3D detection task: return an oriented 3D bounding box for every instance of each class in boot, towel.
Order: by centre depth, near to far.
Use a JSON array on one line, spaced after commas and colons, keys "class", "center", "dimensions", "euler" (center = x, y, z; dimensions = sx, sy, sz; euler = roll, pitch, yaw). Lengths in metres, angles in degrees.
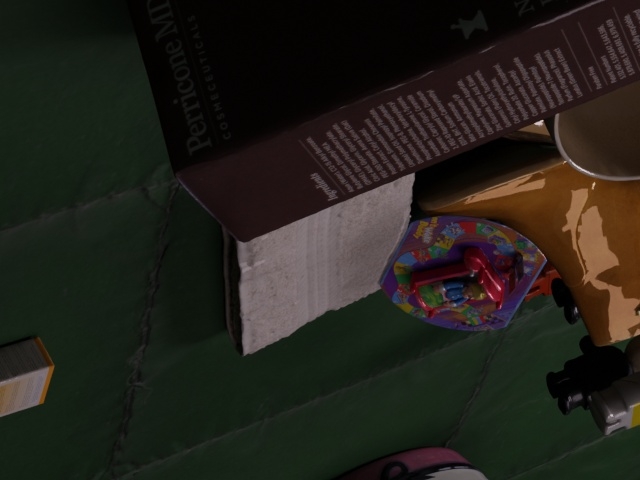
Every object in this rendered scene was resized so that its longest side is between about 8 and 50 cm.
[{"class": "towel", "center": [0.000, 0.000, 1.832], "dimensions": [0.187, 0.049, 0.282], "euler": [-25, 153, -14]}, {"class": "boot", "center": [0.242, 0.006, 1.918], "dimensions": [0.295, 0.211, 0.104], "euler": [-19, -165, -23]}]

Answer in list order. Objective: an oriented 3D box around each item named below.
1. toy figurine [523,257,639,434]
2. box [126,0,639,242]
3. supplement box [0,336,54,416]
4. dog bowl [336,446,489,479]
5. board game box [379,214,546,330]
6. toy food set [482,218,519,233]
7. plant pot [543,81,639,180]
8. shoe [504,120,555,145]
[{"class": "toy figurine", "center": [0.317, 0.088, 2.119], "dimensions": [0.148, 0.213, 0.209], "euler": [-21, -171, -10]}, {"class": "box", "center": [0.069, -0.168, 1.368], "dimensions": [0.381, 0.191, 0.143], "euler": [-23, 154, 11]}, {"class": "supplement box", "center": [-0.288, 0.126, 1.742], "dimensions": [0.098, 0.036, 0.062], "euler": [-16, 150, -31]}, {"class": "dog bowl", "center": [0.069, 0.417, 2.515], "dimensions": [0.408, 0.150, 0.408], "euler": [-25, 153, -14]}, {"class": "board game box", "center": [0.131, 0.043, 1.881], "dimensions": [0.133, 0.033, 0.168], "euler": [17, 139, -7]}, {"class": "toy food set", "center": [0.171, 0.010, 2.049], "dimensions": [0.132, 0.038, 0.192], "euler": [-17, 150, -29]}, {"class": "plant pot", "center": [0.270, -0.212, 1.589], "dimensions": [0.284, 0.191, 0.284], "euler": [-20, 148, -13]}, {"class": "shoe", "center": [0.154, -0.125, 1.788], "dimensions": [0.076, 0.058, 0.219], "euler": [5, 179, 41]}]
